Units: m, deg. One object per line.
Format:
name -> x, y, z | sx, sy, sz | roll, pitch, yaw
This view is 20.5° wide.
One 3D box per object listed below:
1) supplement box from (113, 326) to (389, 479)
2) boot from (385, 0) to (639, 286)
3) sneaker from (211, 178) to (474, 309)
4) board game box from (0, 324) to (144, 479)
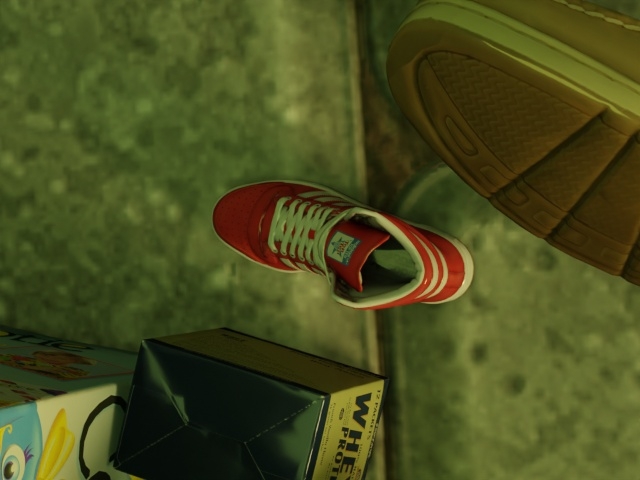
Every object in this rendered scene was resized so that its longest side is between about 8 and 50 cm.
supplement box -> -0.027, 0.076, 0.738 | 0.083, 0.083, 0.056 | 16, 96, 19
boot -> 0.169, -0.077, 0.599 | 0.262, 0.095, 0.203 | 23, 68, -1
sneaker -> 0.000, 0.000, 0.735 | 0.118, 0.067, 0.042 | 13, 95, 19
board game box -> -0.175, 0.116, 0.691 | 0.144, 0.275, 0.142 | 10, 95, 19
